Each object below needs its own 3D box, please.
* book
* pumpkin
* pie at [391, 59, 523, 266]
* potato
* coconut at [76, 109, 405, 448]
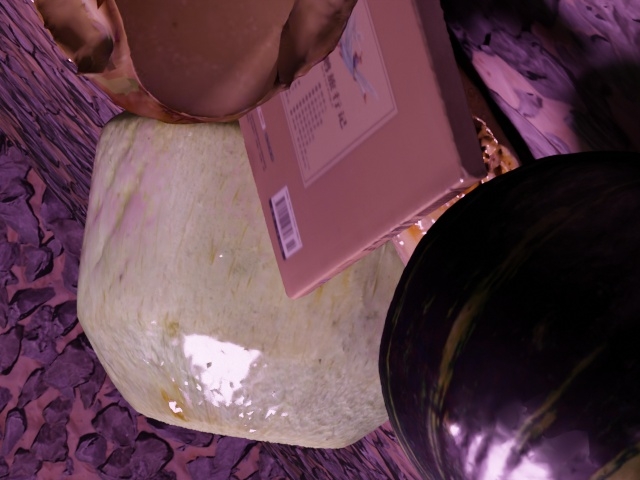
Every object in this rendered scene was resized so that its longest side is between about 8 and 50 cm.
[{"bbox_3d":[0.008,-0.098,1.251,0.310,0.021,0.217,-35,68,65],"label":"book"},{"bbox_3d":[0.180,0.101,1.136,0.323,0.241,0.323,47,167,15],"label":"pumpkin"},{"bbox_3d":[0.093,-0.035,1.361,0.128,0.068,0.282,-13,123,28],"label":"pie"},{"bbox_3d":[-0.096,-0.221,1.158,0.285,0.242,0.242,68,163,-13],"label":"potato"},{"bbox_3d":[-0.041,-0.003,1.522,0.281,0.328,0.328,17,-165,-46],"label":"coconut"}]
